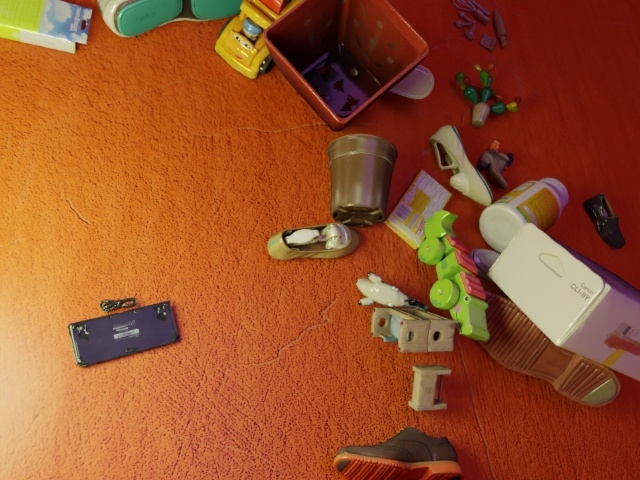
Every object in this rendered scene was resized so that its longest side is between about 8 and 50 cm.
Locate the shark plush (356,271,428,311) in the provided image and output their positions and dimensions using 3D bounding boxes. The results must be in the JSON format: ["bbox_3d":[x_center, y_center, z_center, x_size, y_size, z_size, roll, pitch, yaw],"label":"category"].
[{"bbox_3d":[0.154,0.110,1.214,0.161,0.067,0.073,7,90,13],"label":"shark plush"}]

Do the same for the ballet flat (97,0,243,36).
[{"bbox_3d":[-0.340,-0.589,1.339,0.400,0.139,0.139,-30,81,-32],"label":"ballet flat"}]

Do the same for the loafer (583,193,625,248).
[{"bbox_3d":[0.841,-0.056,1.649,0.062,0.061,0.170,-24,78,-33],"label":"loafer"}]

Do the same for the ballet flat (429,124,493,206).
[{"bbox_3d":[0.363,-0.188,1.493,0.086,0.086,0.249,-15,71,-30],"label":"ballet flat"}]

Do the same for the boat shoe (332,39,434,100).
[{"bbox_3d":[0.145,-0.468,1.510,0.324,0.117,0.097,21,16,-3],"label":"boat shoe"}]

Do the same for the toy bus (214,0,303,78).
[{"bbox_3d":[-0.131,-0.526,1.334,0.149,0.211,0.220,38,69,-5],"label":"toy bus"}]

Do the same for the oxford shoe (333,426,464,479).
[{"bbox_3d":[0.144,0.415,1.089,0.271,0.097,0.098,15,40,-23],"label":"oxford shoe"}]

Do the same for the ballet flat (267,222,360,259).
[{"bbox_3d":[0.000,0.000,1.224,0.232,0.073,0.080,-10,71,-29],"label":"ballet flat"}]

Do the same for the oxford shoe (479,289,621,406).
[{"bbox_3d":[0.504,0.236,1.333,0.396,0.141,0.146,36,24,1],"label":"oxford shoe"}]

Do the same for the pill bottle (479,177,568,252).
[{"bbox_3d":[0.539,-0.074,1.472,0.245,0.136,0.136,-29,80,-33],"label":"pill bottle"}]

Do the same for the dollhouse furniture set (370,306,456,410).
[{"bbox_3d":[0.185,0.243,1.182,0.128,0.129,0.184,4,94,-22],"label":"dollhouse furniture set"}]

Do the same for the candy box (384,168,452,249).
[{"bbox_3d":[0.245,-0.081,1.406,0.105,0.027,0.206,42,56,-5],"label":"candy box"}]

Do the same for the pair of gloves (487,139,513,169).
[{"bbox_3d":[0.519,-0.247,1.625,0.083,0.010,0.074,41,56,-2],"label":"pair of gloves"}]

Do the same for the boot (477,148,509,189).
[{"bbox_3d":[0.495,-0.204,1.569,0.087,0.042,0.118,-38,77,-25],"label":"boot"}]

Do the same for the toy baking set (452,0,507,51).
[{"bbox_3d":[0.523,-0.735,1.857,0.196,0.030,0.256,11,62,-20],"label":"toy baking set"}]

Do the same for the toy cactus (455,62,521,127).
[{"bbox_3d":[0.489,-0.412,1.650,0.218,0.112,0.181,29,66,-19],"label":"toy cactus"}]

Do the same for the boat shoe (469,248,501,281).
[{"bbox_3d":[0.479,0.069,1.410,0.226,0.076,0.083,21,58,-14],"label":"boat shoe"}]

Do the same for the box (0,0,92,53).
[{"bbox_3d":[-0.587,-0.467,1.201,0.178,0.042,0.109,8,63,-22],"label":"box"}]

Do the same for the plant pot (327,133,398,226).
[{"bbox_3d":[0.090,-0.128,1.288,0.166,0.167,0.165,12,70,-19],"label":"plant pot"}]

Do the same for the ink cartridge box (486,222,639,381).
[{"bbox_3d":[0.605,0.145,1.261,0.384,0.160,0.279,24,18,-28],"label":"ink cartridge box"}]

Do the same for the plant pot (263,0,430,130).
[{"bbox_3d":[0.052,-0.409,1.324,0.267,0.236,0.267,-41,85,-8],"label":"plant pot"}]

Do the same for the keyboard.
[{"bbox_3d":[-0.354,0.153,1.016,0.180,0.023,0.108,-12,77,-30],"label":"keyboard"}]

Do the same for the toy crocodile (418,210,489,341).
[{"bbox_3d":[0.307,0.075,1.269,0.115,0.105,0.341,26,36,-28],"label":"toy crocodile"}]
